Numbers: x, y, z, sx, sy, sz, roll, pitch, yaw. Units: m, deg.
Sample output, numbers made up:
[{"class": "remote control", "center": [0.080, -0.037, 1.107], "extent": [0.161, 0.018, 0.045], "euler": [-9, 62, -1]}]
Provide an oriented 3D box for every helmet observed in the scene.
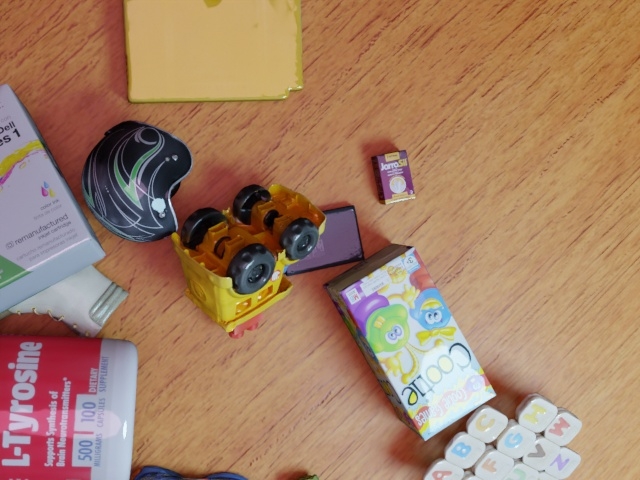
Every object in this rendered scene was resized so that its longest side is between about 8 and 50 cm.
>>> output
[{"class": "helmet", "center": [-0.279, -0.082, 1.403], "extent": [0.169, 0.169, 0.162], "euler": [28, 71, -11]}]

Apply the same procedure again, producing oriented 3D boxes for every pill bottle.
[{"class": "pill bottle", "center": [-0.478, 0.250, 1.340], "extent": [0.407, 0.229, 0.229], "euler": [3, 92, -12]}]

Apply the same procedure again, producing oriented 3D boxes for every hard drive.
[{"class": "hard drive", "center": [0.000, 0.000, 1.529], "extent": [0.135, 0.022, 0.094], "euler": [-12, 94, -10]}]

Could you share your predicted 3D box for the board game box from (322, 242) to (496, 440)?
[{"class": "board game box", "center": [0.142, 0.160, 1.502], "extent": [0.144, 0.142, 0.275], "euler": [-31, 97, -8]}]

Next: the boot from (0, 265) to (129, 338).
[{"class": "boot", "center": [-0.422, 0.109, 1.426], "extent": [0.165, 0.077, 0.213], "euler": [45, 83, -12]}]

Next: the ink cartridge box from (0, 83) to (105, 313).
[{"class": "ink cartridge box", "center": [-0.474, -0.057, 1.345], "extent": [0.201, 0.117, 0.278], "euler": [-29, 78, -9]}]

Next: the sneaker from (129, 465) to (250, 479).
[{"class": "sneaker", "center": [-0.198, 0.417, 1.474], "extent": [0.221, 0.087, 0.083], "euler": [6, 92, -11]}]

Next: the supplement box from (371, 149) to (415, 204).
[{"class": "supplement box", "center": [0.122, -0.105, 1.538], "extent": [0.055, 0.043, 0.083], "euler": [-13, 94, -9]}]

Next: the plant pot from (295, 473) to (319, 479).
[{"class": "plant pot", "center": [-0.019, 0.432, 1.520], "extent": [0.083, 0.083, 0.079], "euler": [-18, 83, -10]}]

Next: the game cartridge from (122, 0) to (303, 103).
[{"class": "game cartridge", "center": [-0.173, -0.384, 1.472], "extent": [0.285, 0.052, 0.324], "euler": [-2, 95, -11]}]

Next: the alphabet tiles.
[{"class": "alphabet tiles", "center": [0.309, 0.385, 1.537], "extent": [0.278, 0.021, 0.284], "euler": [32, 101, -33]}]

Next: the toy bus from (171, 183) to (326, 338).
[{"class": "toy bus", "center": [-0.106, 0.046, 1.445], "extent": [0.220, 0.149, 0.211], "euler": [-31, 138, -31]}]
